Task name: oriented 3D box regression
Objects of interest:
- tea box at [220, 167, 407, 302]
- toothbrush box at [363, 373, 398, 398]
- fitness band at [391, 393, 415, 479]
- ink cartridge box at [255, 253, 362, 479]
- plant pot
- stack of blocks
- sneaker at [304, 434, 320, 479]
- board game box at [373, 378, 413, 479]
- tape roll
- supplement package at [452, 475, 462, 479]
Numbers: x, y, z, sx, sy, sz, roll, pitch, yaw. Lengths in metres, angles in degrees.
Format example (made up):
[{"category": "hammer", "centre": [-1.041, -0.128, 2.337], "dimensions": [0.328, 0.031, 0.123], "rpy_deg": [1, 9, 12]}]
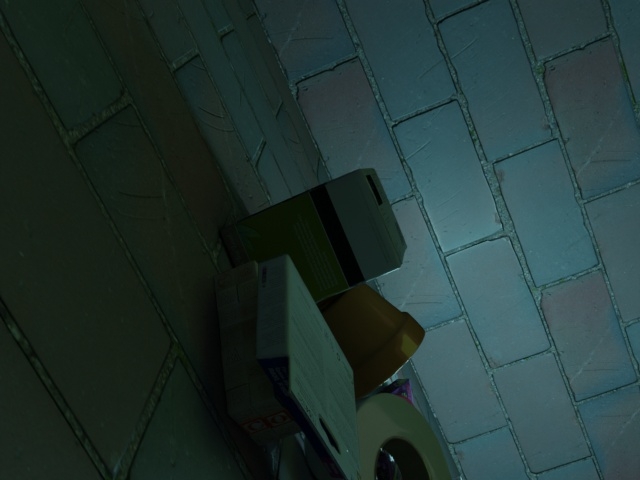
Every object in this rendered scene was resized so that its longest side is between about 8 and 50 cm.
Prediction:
[{"category": "tea box", "centre": [0.000, 0.000, 1.694], "dimensions": [0.329, 0.323, 0.220], "rpy_deg": [-31, 99, -79]}, {"category": "toothbrush box", "centre": [0.128, 0.378, 2.178], "dimensions": [0.216, 0.126, 0.296], "rpy_deg": [-95, 162, -58]}, {"category": "fitness band", "centre": [0.171, 0.522, 1.895], "dimensions": [0.209, 0.054, 0.291], "rpy_deg": [8, 81, -44]}, {"category": "ink cartridge box", "centre": [-0.018, 0.243, 1.316], "dimensions": [0.330, 0.071, 0.324], "rpy_deg": [-92, 159, -54]}, {"category": "plant pot", "centre": [0.074, 0.226, 1.838], "dimensions": [0.203, 0.290, 0.291], "rpy_deg": [52, 11, -4]}, {"category": "stack of blocks", "centre": [-0.104, 0.206, 1.386], "dimensions": [0.171, 0.087, 0.297], "rpy_deg": [58, 14, -46]}, {"category": "sneaker", "centre": [0.023, 0.465, 1.604], "dimensions": [0.121, 0.079, 0.217], "rpy_deg": [78, -9, -86]}, {"category": "board game box", "centre": [0.203, 0.558, 2.029], "dimensions": [0.208, 0.056, 0.347], "rpy_deg": [-12, 94, -57]}, {"category": "tape roll", "centre": [0.144, 0.506, 1.563], "dimensions": [0.392, 0.072, 0.392], "rpy_deg": [32, 46, -41]}, {"category": "supplement package", "centre": [0.421, 0.932, 2.439], "dimensions": [0.177, 0.175, 0.293], "rpy_deg": [-81, 149, -73]}]
